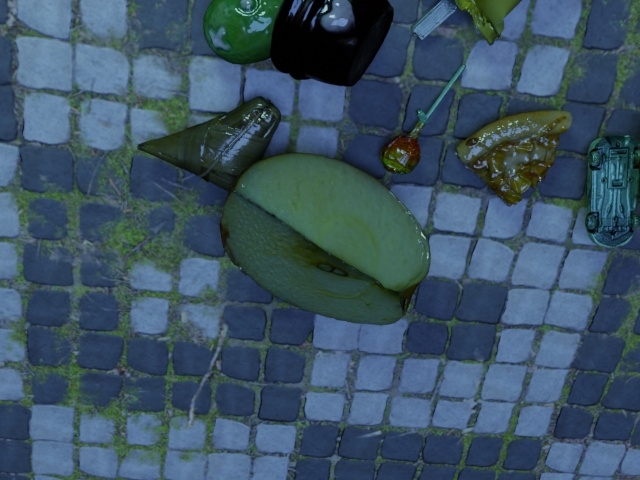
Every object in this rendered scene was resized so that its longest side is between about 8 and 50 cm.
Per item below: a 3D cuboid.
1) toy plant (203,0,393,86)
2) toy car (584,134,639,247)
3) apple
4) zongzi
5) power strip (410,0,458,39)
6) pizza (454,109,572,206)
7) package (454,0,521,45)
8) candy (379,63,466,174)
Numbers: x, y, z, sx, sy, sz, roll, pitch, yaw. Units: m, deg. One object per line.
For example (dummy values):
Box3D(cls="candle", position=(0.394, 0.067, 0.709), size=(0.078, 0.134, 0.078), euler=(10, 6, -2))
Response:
Box3D(cls="toy plant", position=(-0.032, -0.314, 0.978), size=(0.235, 0.175, 0.218), euler=(34, 102, 11))
Box3D(cls="toy car", position=(0.474, -0.080, 1.168), size=(0.094, 0.058, 0.186), euler=(-3, 102, -4))
Box3D(cls="apple", position=(0.000, 0.000, 1.107), size=(0.346, 0.179, 0.254), euler=(30, 97, -17))
Box3D(cls="zongzi", position=(-0.163, -0.169, 1.076), size=(0.176, 0.078, 0.160), euler=(27, 105, -11))
Box3D(cls="power strip", position=(0.167, -0.330, 1.054), size=(0.083, 0.017, 0.027), euler=(-40, 110, 13))
Box3D(cls="pizza", position=(0.307, -0.124, 1.136), size=(0.182, 0.062, 0.161), euler=(-7, 120, -3))
Box3D(cls="package", position=(0.262, -0.404, 0.988), size=(0.226, 0.090, 0.168), euler=(-44, 107, 12))
Box3D(cls="candy", position=(0.166, -0.188, 1.109), size=(0.060, 0.060, 0.201), euler=(31, 100, -17))
